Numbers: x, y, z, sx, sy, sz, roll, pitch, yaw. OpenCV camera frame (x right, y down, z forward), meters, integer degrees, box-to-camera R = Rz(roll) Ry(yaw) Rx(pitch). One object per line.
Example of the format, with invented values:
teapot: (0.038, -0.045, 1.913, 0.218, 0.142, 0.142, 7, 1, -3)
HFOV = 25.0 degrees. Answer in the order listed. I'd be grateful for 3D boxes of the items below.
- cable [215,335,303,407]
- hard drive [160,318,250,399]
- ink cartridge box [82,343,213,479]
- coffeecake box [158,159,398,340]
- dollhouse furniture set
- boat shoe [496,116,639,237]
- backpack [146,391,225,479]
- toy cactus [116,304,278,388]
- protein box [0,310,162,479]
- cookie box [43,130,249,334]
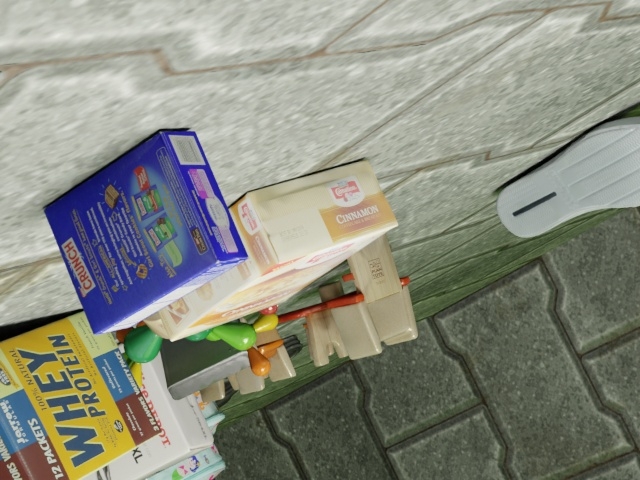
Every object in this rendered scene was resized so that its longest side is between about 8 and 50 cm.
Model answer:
cable: (-0.155, 0.219, 2.408, 0.287, 0.072, 0.139, -35, 159, -23)
hard drive: (-0.129, 0.115, 1.582, 0.094, 0.022, 0.135, -26, -153, 0)
ink cartridge box: (-0.248, 0.214, 1.659, 0.203, 0.148, 0.086, -29, 170, 13)
coffeecake box: (-0.046, 0.010, 1.269, 0.142, 0.068, 0.185, -17, 168, -41)
dollhouse furniture set: (-0.007, 0.087, 1.814, 0.262, 0.135, 0.259, -18, 180, -44)
boat shoe: (0.344, -0.091, 1.790, 0.302, 0.109, 0.094, -22, -167, 47)
backpack: (-0.242, 0.278, 1.993, 0.225, 0.191, 0.253, -25, 166, -26)
toy cactus: (-0.136, 0.090, 1.450, 0.219, 0.112, 0.180, -19, 164, 11)
protein box: (-0.291, 0.177, 1.283, 0.199, 0.136, 0.201, -30, 177, 25)
cookie box: (-0.110, -0.005, 0.903, 0.107, 0.092, 0.040, -29, 168, 27)
